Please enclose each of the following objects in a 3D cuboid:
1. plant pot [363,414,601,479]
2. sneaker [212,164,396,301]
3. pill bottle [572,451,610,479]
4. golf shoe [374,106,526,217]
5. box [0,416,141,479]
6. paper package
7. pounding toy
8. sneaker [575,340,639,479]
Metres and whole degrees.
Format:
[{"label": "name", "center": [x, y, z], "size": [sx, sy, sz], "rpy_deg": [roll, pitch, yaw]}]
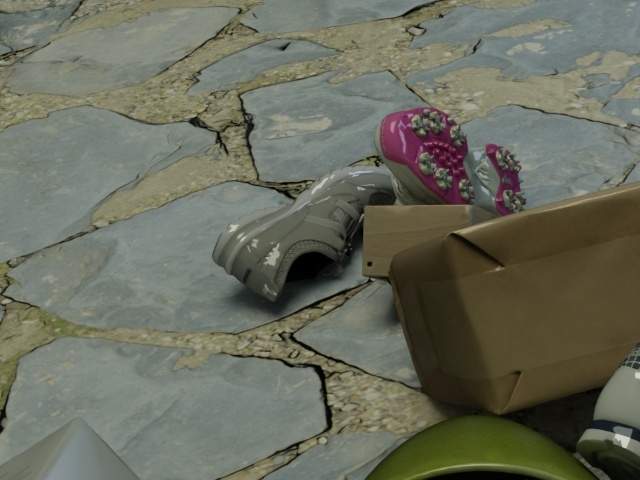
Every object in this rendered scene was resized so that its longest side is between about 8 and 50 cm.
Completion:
[{"label": "plant pot", "center": [0.130, 0.254, 1.200], "size": [0.274, 0.275, 0.293], "rpy_deg": [-9, 12, 7]}, {"label": "sneaker", "center": [0.000, 0.000, 1.865], "size": [0.281, 0.105, 0.115], "rpy_deg": [-28, 66, -34]}, {"label": "pill bottle", "center": [0.262, 0.247, 1.306], "size": [0.078, 0.078, 0.137], "rpy_deg": [-18, 29, -11]}, {"label": "golf shoe", "center": [0.131, -0.075, 1.795], "size": [0.140, 0.115, 0.306], "rpy_deg": [-11, -19, 31]}, {"label": "box", "center": [-0.262, 0.332, 1.159], "size": [0.215, 0.168, 0.345], "rpy_deg": [-34, 15, 27]}, {"label": "paper package", "center": [0.248, 0.044, 1.451], "size": [0.309, 0.168, 0.325], "rpy_deg": [-15, -2, -6]}, {"label": "pounding toy", "center": [0.175, 0.014, 1.733], "size": [0.206, 0.094, 0.181], "rpy_deg": [0, -5, 21]}, {"label": "sneaker", "center": [0.272, 0.158, 1.180], "size": [0.090, 0.235, 0.095], "rpy_deg": [12, 72, 25]}]
